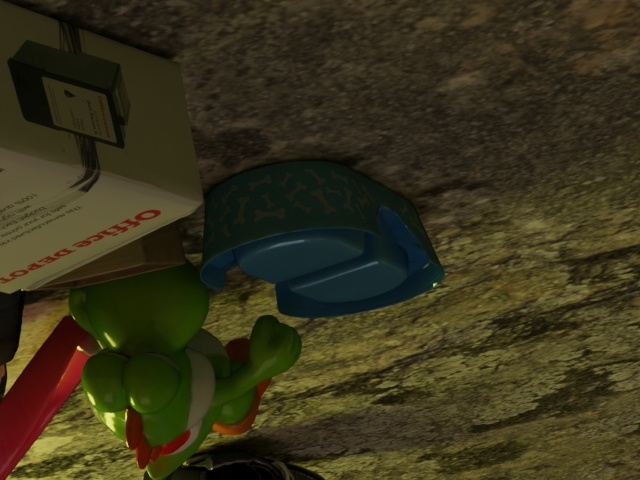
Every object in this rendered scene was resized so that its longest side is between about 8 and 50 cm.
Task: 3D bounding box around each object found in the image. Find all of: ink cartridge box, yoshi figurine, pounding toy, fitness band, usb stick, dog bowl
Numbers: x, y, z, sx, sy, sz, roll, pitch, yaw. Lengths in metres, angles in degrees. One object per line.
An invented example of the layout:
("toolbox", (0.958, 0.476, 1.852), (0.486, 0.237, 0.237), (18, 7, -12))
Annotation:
("ink cartridge box", (-0.254, -0.066, 1.272), (0.211, 0.122, 0.289), (-23, 158, 31))
("yoshi figurine", (-0.141, 0.094, 1.771), (0.203, 0.203, 0.362), (-34, 172, 2))
("pounding toy", (-0.205, -0.015, 1.530), (0.141, 0.100, 0.130), (-12, 176, 13))
("fitness band", (-0.309, 0.187, 1.895), (0.054, 0.209, 0.291), (35, 152, -3))
("usb stick", (-0.320, 0.066, 1.753), (0.077, 0.045, 0.278), (-7, 162, -14))
("dog bowl", (0.000, 0.000, 1.693), (0.166, 0.074, 0.297), (-18, 161, 23))

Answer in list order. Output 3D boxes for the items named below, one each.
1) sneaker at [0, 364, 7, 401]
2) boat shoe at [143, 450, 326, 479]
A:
("sneaker", (-0.418, 0.163, 1.933), (0.211, 0.080, 0.081), (-21, 161, 27))
("boat shoe", (-0.079, 0.370, 2.662), (0.340, 0.127, 0.158), (6, 163, -40))
